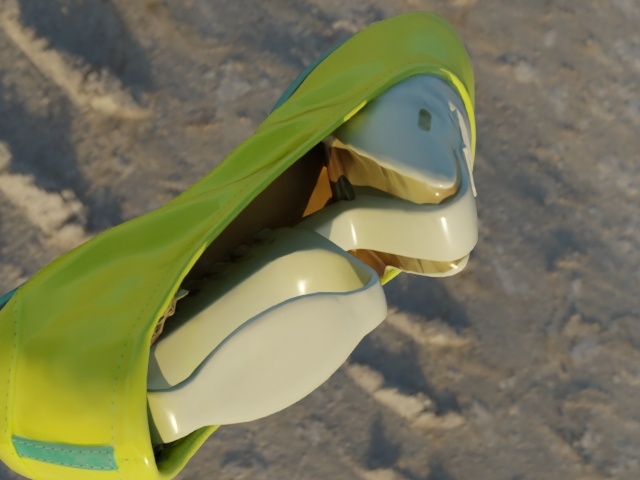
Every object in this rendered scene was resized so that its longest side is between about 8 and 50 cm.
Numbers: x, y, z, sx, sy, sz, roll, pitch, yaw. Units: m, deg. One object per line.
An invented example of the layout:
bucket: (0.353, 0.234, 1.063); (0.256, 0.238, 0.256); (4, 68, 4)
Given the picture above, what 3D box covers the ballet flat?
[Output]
ballet flat: (0.000, 0.000, 0.430); (0.231, 0.077, 0.077); (-38, 126, -38)
